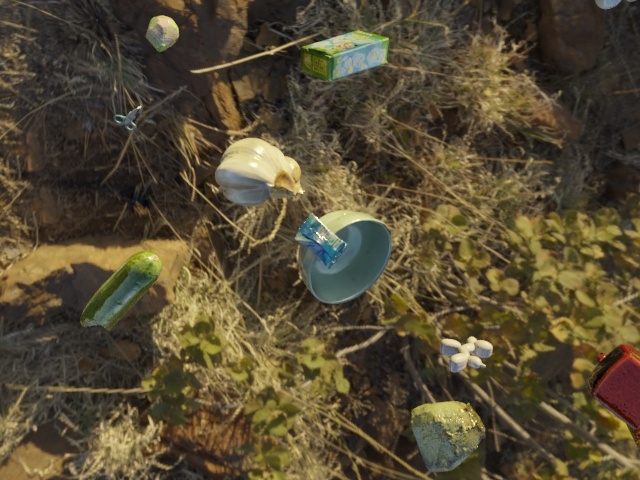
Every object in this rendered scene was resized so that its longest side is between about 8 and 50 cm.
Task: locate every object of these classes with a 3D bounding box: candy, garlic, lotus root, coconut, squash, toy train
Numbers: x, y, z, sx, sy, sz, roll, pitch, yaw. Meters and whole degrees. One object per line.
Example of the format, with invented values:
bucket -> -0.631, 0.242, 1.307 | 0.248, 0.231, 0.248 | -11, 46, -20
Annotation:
candy -> 0.000, 0.001, 1.617 | 0.136, 0.038, 0.088 | 41, 77, -3
garlic -> -0.185, -0.191, 1.686 | 0.281, 0.203, 0.185 | -22, 103, -60
lotus root -> 0.259, 0.393, 1.241 | 0.144, 0.143, 0.070 | -38, 157, 31
coconut -> -0.397, -0.524, 1.521 | 0.082, 0.083, 0.081 | -37, 90, -29
squash -> -0.366, 0.098, 1.103 | 0.069, 0.069, 0.239 | 33, 123, -27
candy -> 0.056, -0.415, 1.349 | 0.194, 0.097, 0.062 | -29, 133, -35
toy train -> 0.674, 0.320, 1.253 | 0.231, 0.369, 0.163 | 41, 104, 12

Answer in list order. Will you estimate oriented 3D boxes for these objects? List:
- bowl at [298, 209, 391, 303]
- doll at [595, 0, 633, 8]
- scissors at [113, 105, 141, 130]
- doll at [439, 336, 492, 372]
bowl -> 0.056, 0.034, 1.879 | 0.307, 0.163, 0.307 | -22, 131, -27
doll -> 0.250, -0.250, 0.506 | 0.113, 0.071, 0.135 | 33, 70, -50
scissors -> -0.456, -0.297, 1.451 | 0.058, 0.119, 0.014 | 32, 60, -25
doll -> 0.460, 0.349, 1.892 | 0.159, 0.161, 0.059 | 0, 113, -6
